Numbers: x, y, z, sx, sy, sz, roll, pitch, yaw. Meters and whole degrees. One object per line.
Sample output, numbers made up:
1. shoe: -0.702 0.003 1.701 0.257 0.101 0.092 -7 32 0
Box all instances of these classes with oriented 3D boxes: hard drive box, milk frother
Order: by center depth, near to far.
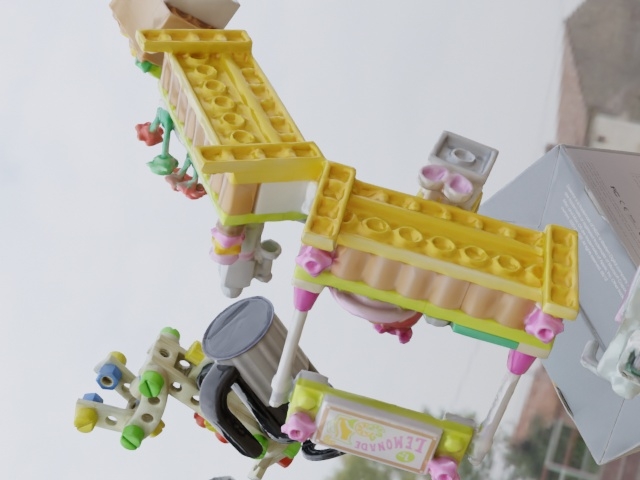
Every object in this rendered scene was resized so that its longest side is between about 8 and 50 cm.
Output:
1. hard drive box: 0.230 0.036 0.746 0.232 0.181 0.089 0 -32 -48
2. milk frother: -0.031 0.141 1.081 0.135 0.143 0.129 56 -142 -32

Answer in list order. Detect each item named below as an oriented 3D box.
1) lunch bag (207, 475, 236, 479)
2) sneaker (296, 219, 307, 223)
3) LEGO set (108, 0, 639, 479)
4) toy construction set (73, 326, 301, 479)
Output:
1. lunch bag: -0.116 0.454 1.421 0.235 0.169 0.287 60 -178 -4
2. sneaker: 0.038 0.015 1.194 0.083 0.191 0.071 -42 -7 -25
3. LEGO set: 0.000 0.000 0.439 0.132 0.287 0.107 -38 -29 -47
4. toy construction set: -0.149 0.238 1.502 0.215 0.327 0.151 -46 31 28
